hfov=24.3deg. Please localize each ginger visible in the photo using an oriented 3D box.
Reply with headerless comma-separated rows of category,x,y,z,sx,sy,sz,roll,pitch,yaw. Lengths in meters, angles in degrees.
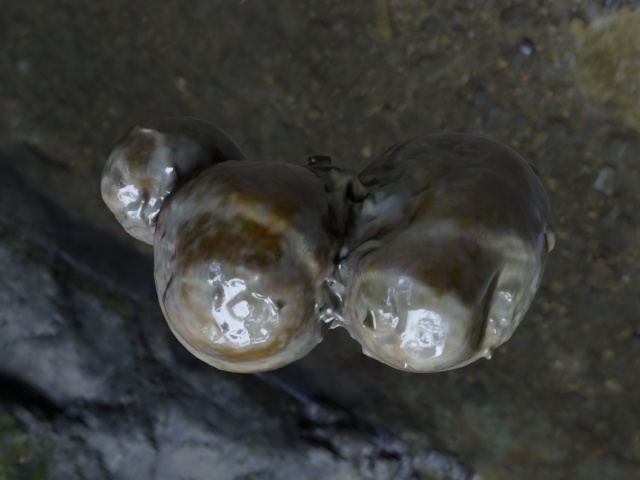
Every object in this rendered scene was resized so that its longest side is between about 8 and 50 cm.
ginger,0.000,0.000,0.984,0.304,0.244,0.155,8,123,-3
